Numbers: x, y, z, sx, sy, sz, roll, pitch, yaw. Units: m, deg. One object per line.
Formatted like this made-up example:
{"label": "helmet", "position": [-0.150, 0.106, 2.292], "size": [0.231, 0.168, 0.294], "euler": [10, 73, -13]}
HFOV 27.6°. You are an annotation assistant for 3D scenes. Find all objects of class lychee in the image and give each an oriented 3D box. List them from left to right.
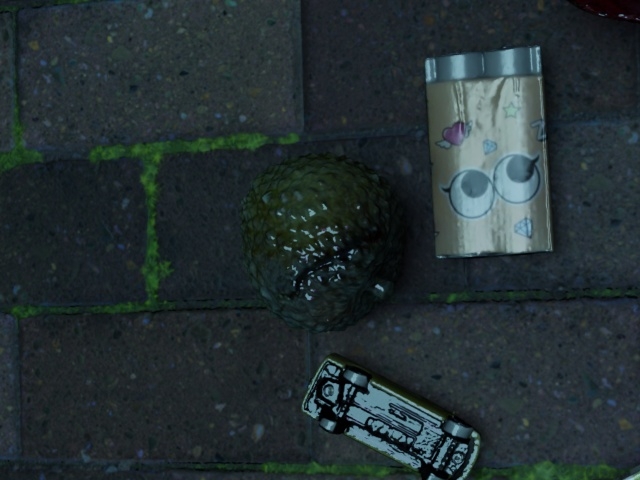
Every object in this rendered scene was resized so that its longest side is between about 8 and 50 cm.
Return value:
{"label": "lychee", "position": [0.000, 0.000, 1.836], "size": [0.274, 0.255, 0.255], "euler": [38, 99, 21]}

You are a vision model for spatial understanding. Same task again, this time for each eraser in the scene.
{"label": "eraser", "position": [0.240, -0.122, 1.849], "size": [0.171, 0.087, 0.290], "euler": [-4, 87, 17]}

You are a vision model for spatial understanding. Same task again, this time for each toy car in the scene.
{"label": "toy car", "position": [0.105, 0.254, 1.863], "size": [0.257, 0.124, 0.101], "euler": [27, 96, 8]}

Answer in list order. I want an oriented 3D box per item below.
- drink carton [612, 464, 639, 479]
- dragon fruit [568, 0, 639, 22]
{"label": "drink carton", "position": [0.387, 0.435, 1.753], "size": [0.325, 0.132, 0.194], "euler": [-31, 78, 13]}
{"label": "dragon fruit", "position": [0.422, -0.435, 1.691], "size": [0.329, 0.329, 0.329], "euler": [-1, 87, 18]}
